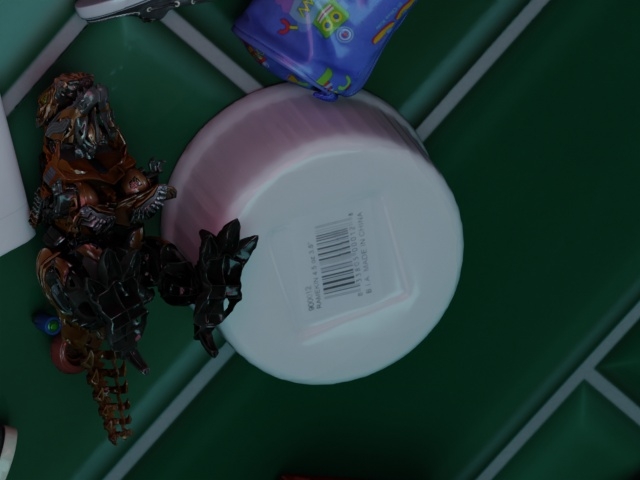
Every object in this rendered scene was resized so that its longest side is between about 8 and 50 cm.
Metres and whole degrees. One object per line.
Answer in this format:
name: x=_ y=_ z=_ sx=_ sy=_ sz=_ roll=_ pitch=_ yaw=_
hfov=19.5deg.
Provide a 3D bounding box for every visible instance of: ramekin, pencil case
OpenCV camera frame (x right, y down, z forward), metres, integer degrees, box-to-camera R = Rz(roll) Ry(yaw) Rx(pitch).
ramekin: x=0.000 y=0.000 z=1.742 sx=0.277 sy=0.135 sz=0.277 roll=-7 pitch=114 yaw=-16
pencil case: x=0.059 y=-0.261 z=1.658 sx=0.133 sy=0.119 sz=0.306 roll=41 pitch=97 yaw=9

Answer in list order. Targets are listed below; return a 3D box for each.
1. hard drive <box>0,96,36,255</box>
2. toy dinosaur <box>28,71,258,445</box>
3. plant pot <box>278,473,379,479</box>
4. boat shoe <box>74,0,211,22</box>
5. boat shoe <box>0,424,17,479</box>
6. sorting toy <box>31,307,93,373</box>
hard drive: x=-0.378 y=-0.117 z=1.563 sx=0.233 sy=0.047 sz=0.353 roll=-31 pitch=122 yaw=-37
toy dinosaur: x=-0.180 y=0.018 z=1.651 sx=0.164 sy=0.218 sz=0.322 roll=-37 pitch=124 yaw=-26
plant pot: x=0.052 y=0.373 z=1.858 sx=0.267 sy=0.267 sz=0.235 roll=8 pitch=96 yaw=-21
boat shoe: x=-0.147 y=-0.215 z=1.653 sx=0.142 sy=0.049 sz=0.040 roll=-20 pitch=117 yaw=-12
boat shoe: x=-0.362 y=0.273 z=1.748 sx=0.079 sy=0.084 sz=0.233 roll=23 pitch=84 yaw=-22
sorting toy: x=-0.240 y=0.075 z=1.751 sx=0.061 sy=0.042 sz=0.102 roll=-2 pitch=101 yaw=-34
